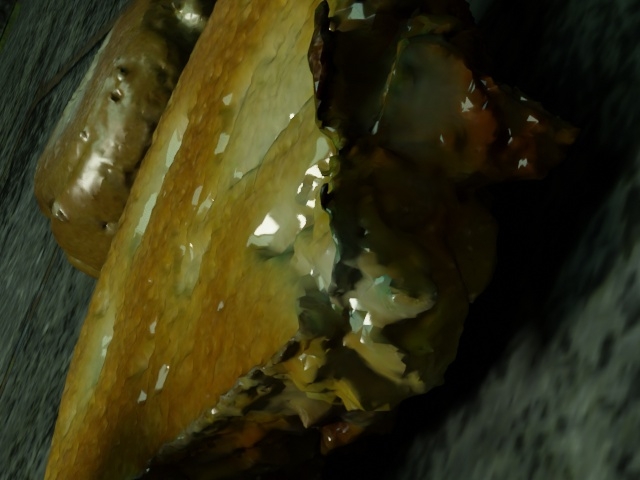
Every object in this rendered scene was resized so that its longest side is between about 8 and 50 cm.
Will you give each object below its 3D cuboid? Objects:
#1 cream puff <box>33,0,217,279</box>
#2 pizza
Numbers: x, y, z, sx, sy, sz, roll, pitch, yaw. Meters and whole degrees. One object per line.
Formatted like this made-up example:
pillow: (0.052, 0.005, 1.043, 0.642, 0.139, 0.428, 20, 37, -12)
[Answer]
cream puff: (-0.050, -0.037, 0.739, 0.126, 0.103, 0.144, -64, 15, -12)
pizza: (0.000, 0.000, 0.561, 0.289, 0.081, 0.229, -68, 19, 3)
